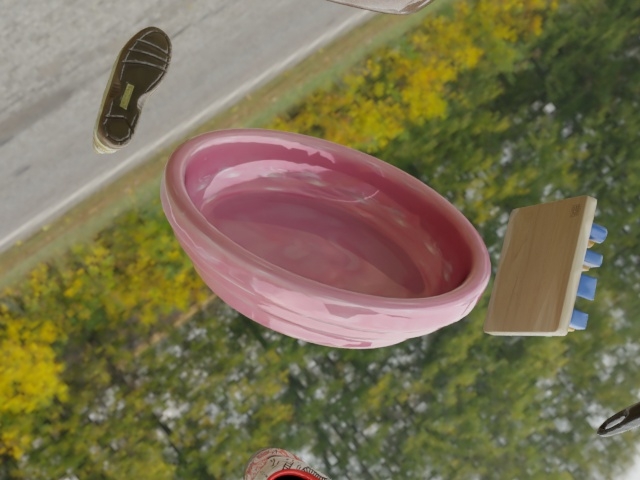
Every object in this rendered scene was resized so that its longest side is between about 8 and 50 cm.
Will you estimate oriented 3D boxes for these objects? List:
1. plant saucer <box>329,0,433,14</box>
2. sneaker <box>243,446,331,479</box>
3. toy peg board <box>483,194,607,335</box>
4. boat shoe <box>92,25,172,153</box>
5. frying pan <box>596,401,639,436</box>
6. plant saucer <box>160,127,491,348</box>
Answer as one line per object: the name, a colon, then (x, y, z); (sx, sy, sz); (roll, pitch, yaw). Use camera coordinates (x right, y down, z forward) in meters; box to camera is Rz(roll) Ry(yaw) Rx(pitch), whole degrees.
plant saucer: (0.004, -0.188, 0.706); (0.168, 0.168, 0.029); (-37, 147, -67)
sneaker: (0.026, 0.343, 1.184); (0.090, 0.270, 0.145); (-51, -176, -9)
toy peg board: (0.283, 0.042, 1.214); (0.161, 0.079, 0.161); (-13, -119, 68)
boat shoe: (-0.259, -0.199, 1.353); (0.072, 0.068, 0.190); (-20, -138, 55)
frying pan: (0.468, 0.178, 1.177); (0.326, 0.053, 0.197); (-47, -170, 18)
plant saucer: (0.000, 0.000, 1.013); (0.332, 0.332, 0.084); (-37, 151, -59)
